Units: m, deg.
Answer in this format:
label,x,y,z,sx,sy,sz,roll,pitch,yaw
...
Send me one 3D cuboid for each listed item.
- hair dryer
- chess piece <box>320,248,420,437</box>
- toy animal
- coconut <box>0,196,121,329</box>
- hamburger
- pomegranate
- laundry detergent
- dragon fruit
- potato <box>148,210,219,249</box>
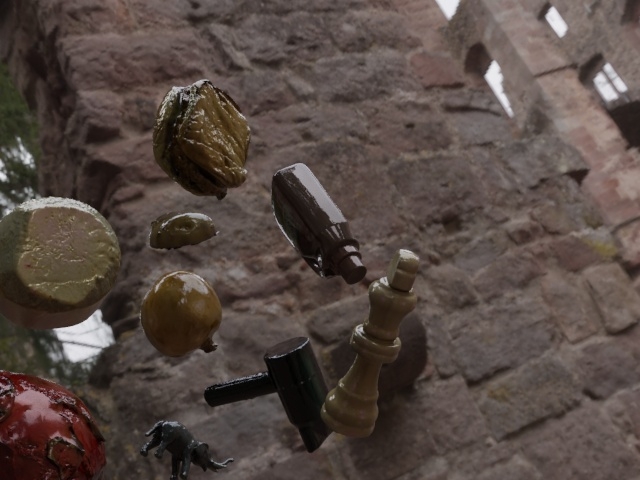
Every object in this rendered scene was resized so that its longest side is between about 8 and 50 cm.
label,x,y,z,sx,sy,sz,roll,pitch,yaw
hair dryer,-0.122,0.378,1.628,0.302,0.244,0.116,-16,8,20
chess piece,0.110,0.202,1.408,0.117,0.117,0.397,-2,-64,-47
toy animal,-0.364,0.591,1.907,0.269,0.137,0.082,39,-45,-18
coconut,-0.499,0.049,1.293,0.239,0.239,0.244,-11,-9,-33
hamburger,-0.288,-0.242,1.701,0.145,0.283,0.259,-22,-49,24
pomegranate,-0.294,0.167,1.503,0.196,0.196,0.196,-22,-21,-9
laundry detergent,0.000,0.000,1.171,0.076,0.237,0.171,-23,-35,-18
dragon fruit,-0.488,0.345,1.080,0.295,0.302,0.295,-64,-2,-5
potato,-0.459,-0.033,2.226,0.243,0.098,0.138,-11,18,7
